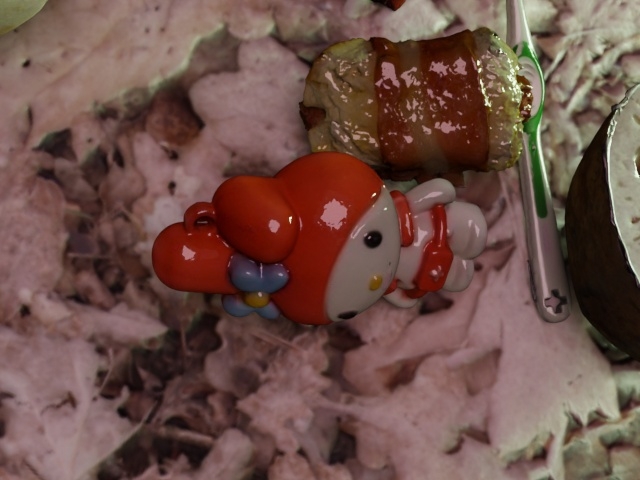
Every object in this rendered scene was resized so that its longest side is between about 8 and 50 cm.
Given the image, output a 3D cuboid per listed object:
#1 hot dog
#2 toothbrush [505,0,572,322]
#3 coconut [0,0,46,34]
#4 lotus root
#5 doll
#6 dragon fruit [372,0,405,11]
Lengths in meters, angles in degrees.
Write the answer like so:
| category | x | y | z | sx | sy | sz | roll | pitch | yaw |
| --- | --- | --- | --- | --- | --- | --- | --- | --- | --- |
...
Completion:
| category | x | y | z | sx | sy | sz | roll | pitch | yaw |
| --- | --- | --- | --- | --- | --- | --- | --- | --- | --- |
| hot dog | 0.086 | -0.122 | 1.448 | 0.213 | 0.103 | 0.146 | 2 | 103 | 0 |
| toothbrush | 0.191 | -0.131 | 1.492 | 0.042 | 0.040 | 0.418 | -7 | 84 | -12 |
| coconut | -0.315 | -0.275 | 1.322 | 0.241 | 0.241 | 0.241 | 1 | 82 | -9 |
| lotus root | 0.327 | -0.009 | 1.428 | 0.272 | 0.192 | 0.272 | 4 | 72 | -13 |
| doll | 0.000 | 0.000 | 1.389 | 0.290 | 0.161 | 0.130 | 3 | 37 | -23 |
| dragon fruit | 0.062 | -0.316 | 1.494 | 0.092 | 0.122 | 0.192 | 24 | 72 | -46 |
